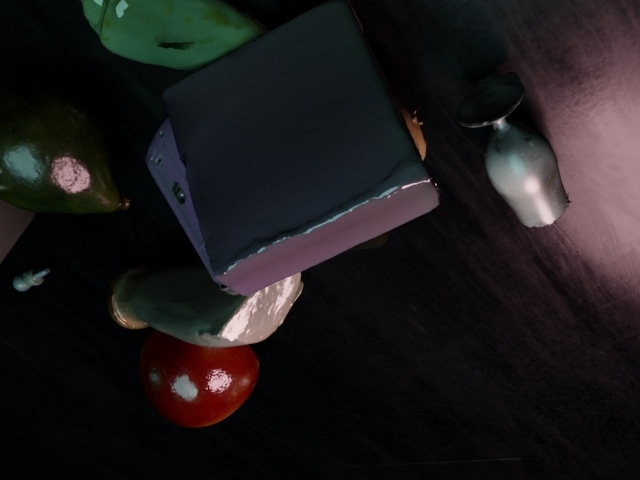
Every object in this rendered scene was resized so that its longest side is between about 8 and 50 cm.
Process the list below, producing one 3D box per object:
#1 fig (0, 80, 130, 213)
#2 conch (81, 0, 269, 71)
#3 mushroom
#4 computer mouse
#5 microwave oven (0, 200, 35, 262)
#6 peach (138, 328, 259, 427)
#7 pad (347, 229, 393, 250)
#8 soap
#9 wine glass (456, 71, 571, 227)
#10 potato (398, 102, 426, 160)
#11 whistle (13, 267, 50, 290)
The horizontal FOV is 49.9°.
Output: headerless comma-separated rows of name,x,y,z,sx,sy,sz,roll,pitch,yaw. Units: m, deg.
fig,-0.394,-0.119,1.042,0.245,0.195,0.195,42,127,-15
conch,-0.204,-0.289,0.913,0.251,0.137,0.143,25,108,-38
mushroom,-0.215,0.111,1.188,0.408,0.154,0.138,-6,151,39
computer mouse,-0.156,-0.063,1.014,0.072,0.310,0.158,5,132,-51
microwave oven,-0.724,-0.006,1.144,0.355,0.286,0.218,-12,129,23
peach,-0.239,0.253,1.359,0.244,0.199,0.243,-1,128,-1
pad,0.000,0.000,1.108,0.243,0.163,0.004,-8,105,19
soap,-0.032,-0.121,0.863,0.286,0.296,0.107,-24,156,13
wine glass,0.278,-0.121,0.978,0.103,0.103,0.222,-18,129,25
potato,0.059,-0.112,1.004,0.162,0.128,0.234,-5,144,-16
whistle,-0.574,0.076,1.365,0.100,0.035,0.035,-22,125,26
